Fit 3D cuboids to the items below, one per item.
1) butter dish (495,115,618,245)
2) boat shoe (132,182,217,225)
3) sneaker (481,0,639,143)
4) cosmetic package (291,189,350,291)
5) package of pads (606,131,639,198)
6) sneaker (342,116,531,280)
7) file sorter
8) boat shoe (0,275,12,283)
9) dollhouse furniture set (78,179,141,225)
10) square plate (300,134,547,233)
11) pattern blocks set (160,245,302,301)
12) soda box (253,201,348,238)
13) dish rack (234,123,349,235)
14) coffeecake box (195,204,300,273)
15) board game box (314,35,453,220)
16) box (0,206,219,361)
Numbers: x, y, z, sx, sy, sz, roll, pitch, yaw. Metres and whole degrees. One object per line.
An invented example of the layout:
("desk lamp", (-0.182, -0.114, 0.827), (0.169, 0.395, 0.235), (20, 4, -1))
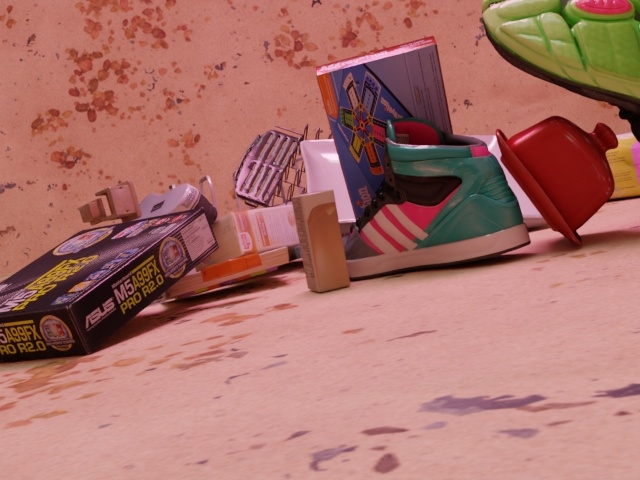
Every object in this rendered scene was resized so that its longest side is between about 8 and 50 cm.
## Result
("butter dish", (0.284, -0.088, 1.048), (0.118, 0.160, 0.160), (-36, -2, 14))
("boat shoe", (-0.229, -0.033, 1.417), (0.228, 0.076, 0.080), (-18, 42, 53))
("sneaker", (0.400, -0.163, 1.053), (0.483, 0.185, 0.202), (21, -32, -3))
("cosmetic package", (0.000, 0.000, 1.080), (0.041, 0.115, 0.060), (-12, 5, -13))
("package of pads", (0.542, -0.131, 1.476), (0.296, 0.101, 0.229), (-9, 4, 43))
("sneaker", (0.094, -0.054, 1.093), (0.295, 0.178, 0.124), (-11, 3, 38))
("file sorter", (-0.142, -0.049, 1.743), (0.277, 0.173, 0.193), (-13, 4, -11))
("boat shoe", (-0.387, 0.059, 1.463), (0.277, 0.098, 0.096), (-14, 5, -14))
("dollhouse furniture set", (-0.317, 0.010, 1.378), (0.182, 0.161, 0.101), (-17, -2, 36))
("square plate", (0.146, -0.085, 1.399), (0.344, 0.049, 0.347), (-2, 25, -3))
("pattern blocks set", (-0.134, 0.049, 1.255), (0.325, 0.026, 0.285), (-17, -2, -1))
("soda box", (0.028, -0.037, 1.629), (0.286, 0.098, 0.091), (-12, 4, -21))
("dish rack", (-0.001, -0.113, 1.556), (0.271, 0.074, 0.208), (19, 48, 6))
("coffeecake box", (-0.088, -0.003, 1.425), (0.185, 0.068, 0.142), (-9, -10, -38))
("board game box", (0.096, -0.105, 1.143), (0.145, 0.281, 0.027), (-15, 36, 3))
("box", (-0.281, 0.051, 1.096), (0.216, 0.060, 0.270), (-8, 20, 31))
